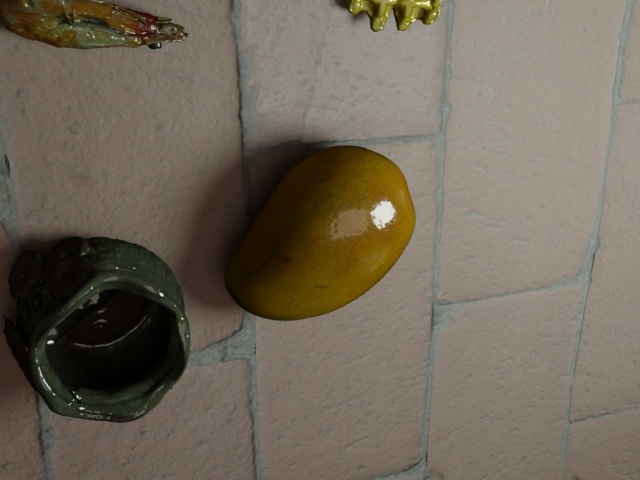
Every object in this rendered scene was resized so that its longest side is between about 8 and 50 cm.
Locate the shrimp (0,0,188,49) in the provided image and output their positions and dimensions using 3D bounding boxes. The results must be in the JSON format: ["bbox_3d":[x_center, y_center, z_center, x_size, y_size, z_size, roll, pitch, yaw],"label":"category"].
[{"bbox_3d":[-0.332,-0.329,1.251,0.294,0.154,0.062,-4,84,-33],"label":"shrimp"}]

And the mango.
[{"bbox_3d":[0.000,0.000,1.485,0.378,0.221,0.264,-40,126,9],"label":"mango"}]

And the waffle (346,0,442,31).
[{"bbox_3d":[0.141,-0.502,1.363,0.307,0.060,0.312,-21,120,14],"label":"waffle"}]

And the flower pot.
[{"bbox_3d":[-0.372,0.138,1.384,0.301,0.213,0.302,-9,116,-20],"label":"flower pot"}]
